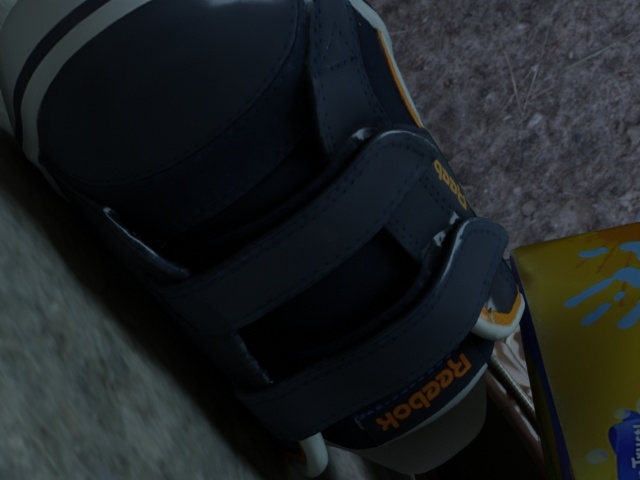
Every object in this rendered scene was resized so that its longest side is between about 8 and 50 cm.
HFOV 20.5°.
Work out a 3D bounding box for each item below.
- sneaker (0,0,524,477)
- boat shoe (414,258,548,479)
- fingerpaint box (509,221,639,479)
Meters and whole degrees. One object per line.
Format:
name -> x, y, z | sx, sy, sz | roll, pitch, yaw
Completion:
sneaker -> 0.000, 0.000, 0.644 | 0.127, 0.126, 0.321 | 58, 5, 25
boat shoe -> 0.114, 0.171, 0.858 | 0.116, 0.123, 0.324 | -12, 75, -45
fingerpaint box -> 0.281, 0.146, 0.571 | 0.444, 0.371, 0.163 | -97, 174, -58
